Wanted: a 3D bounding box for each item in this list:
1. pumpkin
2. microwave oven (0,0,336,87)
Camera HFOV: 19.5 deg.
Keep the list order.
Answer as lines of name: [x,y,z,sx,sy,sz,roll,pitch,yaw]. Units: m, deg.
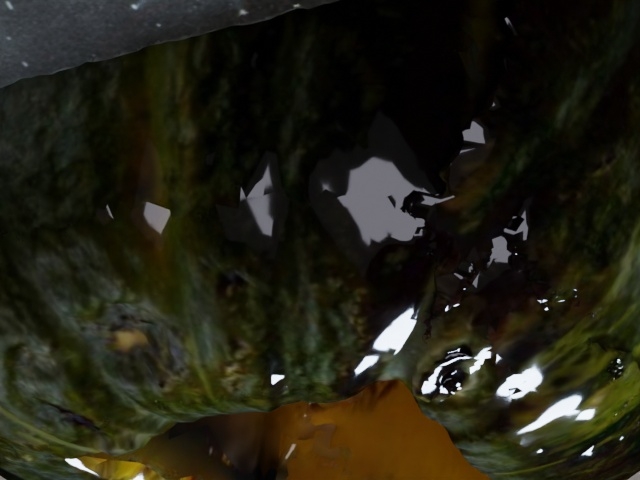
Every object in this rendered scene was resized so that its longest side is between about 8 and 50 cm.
pumpkin: [0.000,0.000,0.653,0.320,0.320,0.192,2,67,-5]
microwave oven: [-0.133,-0.232,0.507,0.432,0.374,0.236,-13,146,4]
